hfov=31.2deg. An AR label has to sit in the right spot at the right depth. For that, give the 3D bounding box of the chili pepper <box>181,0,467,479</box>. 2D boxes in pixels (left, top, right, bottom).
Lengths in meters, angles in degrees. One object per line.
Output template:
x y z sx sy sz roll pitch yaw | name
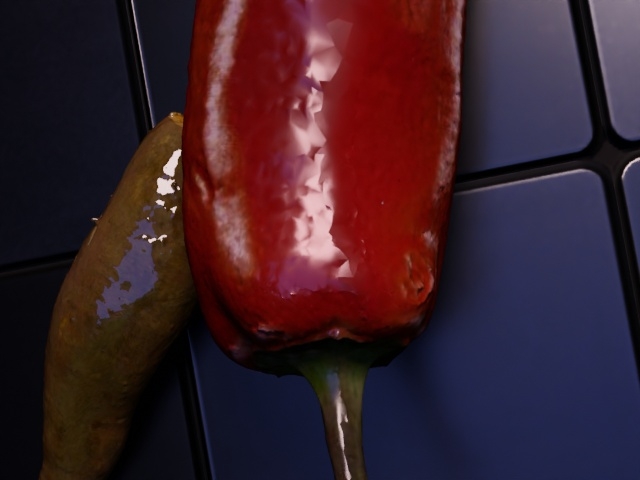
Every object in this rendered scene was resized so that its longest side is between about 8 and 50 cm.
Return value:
0.000 0.000 0.558 0.131 0.134 0.339 -1 86 30 | chili pepper

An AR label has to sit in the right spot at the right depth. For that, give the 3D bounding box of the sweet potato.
-0.109 0.050 0.624 0.077 0.077 0.244 24 95 14 | sweet potato
